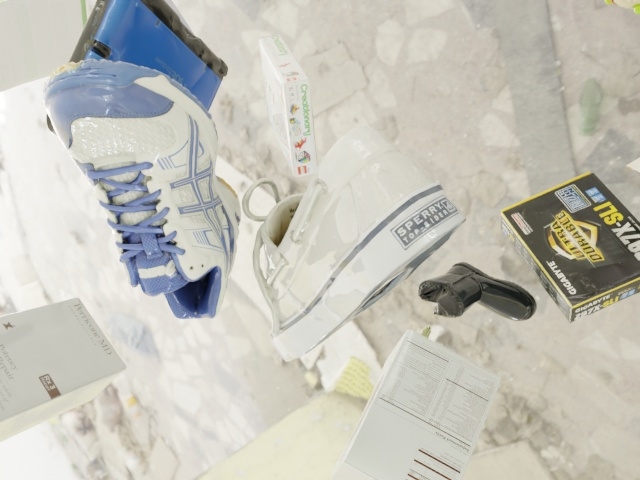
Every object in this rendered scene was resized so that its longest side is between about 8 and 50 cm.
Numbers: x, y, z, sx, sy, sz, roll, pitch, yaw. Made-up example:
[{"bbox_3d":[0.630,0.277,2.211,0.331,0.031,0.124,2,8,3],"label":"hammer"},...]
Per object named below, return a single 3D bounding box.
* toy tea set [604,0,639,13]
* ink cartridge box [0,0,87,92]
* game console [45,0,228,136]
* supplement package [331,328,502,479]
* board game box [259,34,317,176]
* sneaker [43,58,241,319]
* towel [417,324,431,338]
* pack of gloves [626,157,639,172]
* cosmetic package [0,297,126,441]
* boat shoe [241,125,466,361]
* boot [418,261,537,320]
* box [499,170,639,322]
[{"bbox_3d":[0.637,-0.506,1.184,0.199,0.336,0.125,-6,84,7],"label":"toy tea set"},{"bbox_3d":[-0.478,-0.317,1.045,0.056,0.235,0.171,49,148,19],"label":"ink cartridge box"},{"bbox_3d":[-0.236,-0.230,0.768,0.173,0.293,0.250,25,90,11],"label":"game console"},{"bbox_3d":[0.131,0.272,0.964,0.149,0.203,0.194,27,155,8],"label":"supplement package"},{"bbox_3d":[-0.069,-0.284,1.382,0.305,0.053,0.193,-114,15,-55],"label":"board game box"},{"bbox_3d":[-0.133,-0.025,0.578,0.111,0.131,0.296,-7,152,12],"label":"sneaker"},{"bbox_3d":[0.221,0.276,1.640,0.027,0.110,0.148,34,143,1],"label":"towel"},{"bbox_3d":[0.815,-0.173,1.432,0.046,0.232,0.195,58,179,-29],"label":"pack of gloves"},{"bbox_3d":[-0.340,0.148,0.754,0.085,0.231,0.117,-41,82,21],"label":"cosmetic package"},{"bbox_3d":[-0.006,0.004,0.642,0.157,0.135,0.367,54,158,9],"label":"boat shoe"},{"bbox_3d":[0.381,0.149,1.647,0.246,0.207,0.094,30,121,26],"label":"boot"},{"bbox_3d":[0.614,0.007,1.585,0.079,0.257,0.322,71,176,-49],"label":"box"}]
